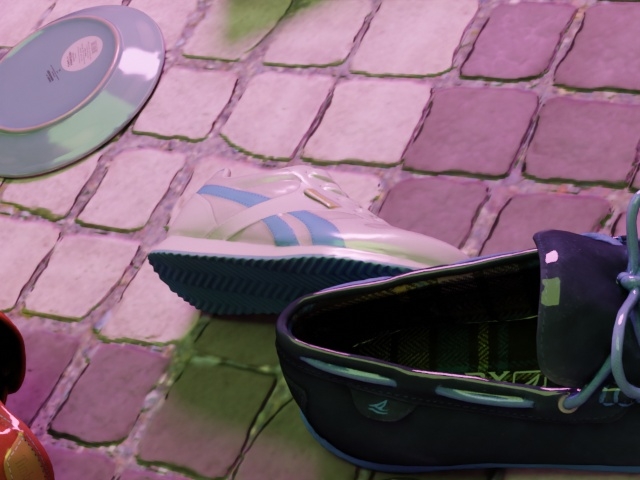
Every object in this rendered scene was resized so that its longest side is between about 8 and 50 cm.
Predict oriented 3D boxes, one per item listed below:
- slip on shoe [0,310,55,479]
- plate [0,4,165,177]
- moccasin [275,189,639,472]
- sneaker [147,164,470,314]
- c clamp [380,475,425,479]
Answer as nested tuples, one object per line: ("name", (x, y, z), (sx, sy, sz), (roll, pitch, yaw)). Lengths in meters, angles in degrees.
("slip on shoe", (-0.247, 0.079, 1.009), (0.101, 0.123, 0.331), (-17, 35, -13))
("plate", (-0.214, -0.130, 1.236), (0.188, 0.024, 0.188), (-16, 46, 17))
("moccasin", (0.135, 0.058, 0.811), (0.342, 0.117, 0.137), (-15, 47, 17))
("sneaker", (0.000, 0.000, 0.960), (0.229, 0.087, 0.092), (9, 55, 32))
("c clamp", (0.035, 0.193, 0.822), (0.161, 0.022, 0.137), (25, 62, 43))
